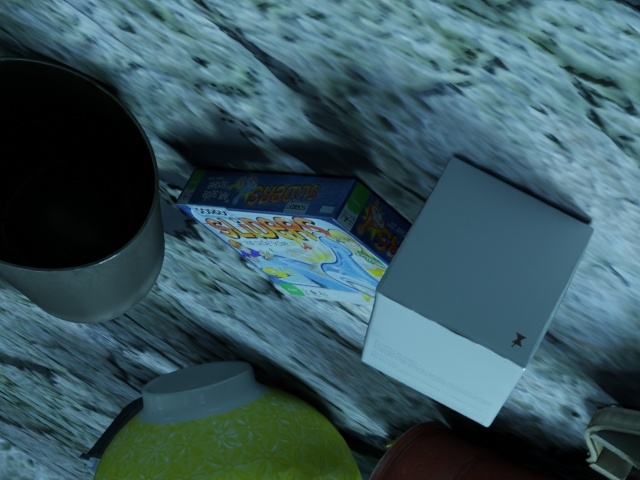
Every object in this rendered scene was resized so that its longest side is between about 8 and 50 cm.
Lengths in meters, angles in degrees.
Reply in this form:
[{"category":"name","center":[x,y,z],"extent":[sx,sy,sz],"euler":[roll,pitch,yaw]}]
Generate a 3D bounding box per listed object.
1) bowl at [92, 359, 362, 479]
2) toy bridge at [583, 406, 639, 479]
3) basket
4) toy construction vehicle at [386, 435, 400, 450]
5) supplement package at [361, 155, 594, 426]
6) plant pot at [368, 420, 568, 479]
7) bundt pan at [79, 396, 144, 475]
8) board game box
[{"category":"bowl","center":[-0.108,0.211,2.026],"extent":[0.289,0.289,0.156],"euler":[3,107,57]},{"category":"toy bridge","center":[0.240,0.157,1.568],"extent":[0.063,0.026,0.188],"euler":[32,164,-2]},{"category":"basket","center":[-0.203,-0.025,1.553],"extent":[0.204,0.154,0.227],"euler":[27,167,12]},{"category":"toy construction vehicle","center":[0.103,0.226,1.989],"extent":[0.086,0.035,0.098],"euler":[33,163,-13]},{"category":"supplement package","center":[0.098,0.038,1.303],"extent":[0.105,0.105,0.179],"euler":[28,164,5]},{"category":"plant pot","center":[0.191,0.318,1.767],"extent":[0.265,0.272,0.272],"euler":[10,156,29]},{"category":"bundt pan","center":[-0.115,0.288,2.383],"extent":[0.331,0.124,0.331],"euler":[26,163,8]},{"category":"board game box","center":[0.000,0.000,1.479],"extent":[0.136,0.035,0.201],"euler":[39,161,-32]}]
